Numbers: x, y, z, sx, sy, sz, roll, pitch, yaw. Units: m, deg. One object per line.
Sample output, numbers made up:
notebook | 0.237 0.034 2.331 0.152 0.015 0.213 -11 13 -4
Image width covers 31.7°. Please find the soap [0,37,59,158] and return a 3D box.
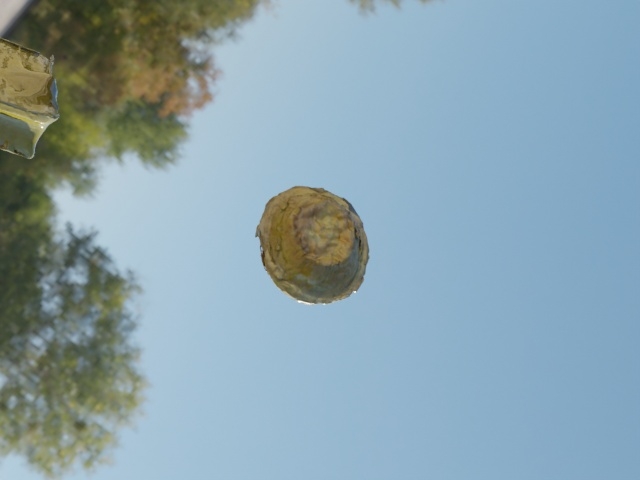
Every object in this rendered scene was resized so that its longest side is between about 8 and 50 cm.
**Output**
soap | -0.410 -0.186 1.240 0.076 0.233 0.135 -53 -143 28

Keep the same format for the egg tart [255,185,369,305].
egg tart | 0.000 0.000 1.122 0.128 0.129 0.049 -59 -168 -30
